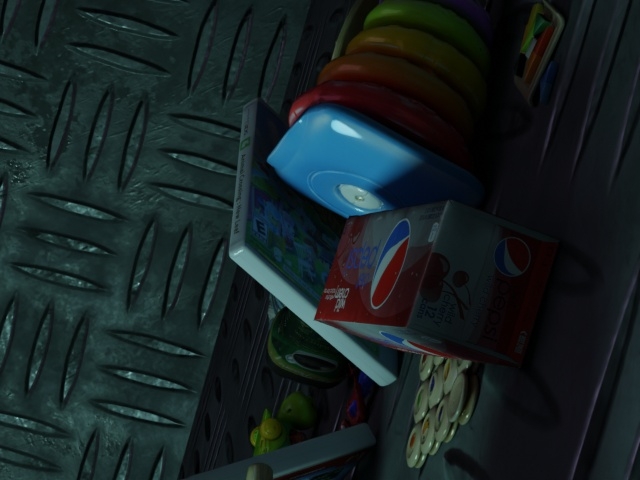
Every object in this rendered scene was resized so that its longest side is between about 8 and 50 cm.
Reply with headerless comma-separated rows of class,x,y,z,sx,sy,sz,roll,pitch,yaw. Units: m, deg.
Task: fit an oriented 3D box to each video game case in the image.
video game case,-0.090,0.270,1.376,0.025,0.204,0.285,61,141,22
video game case,0.000,0.000,1.328,0.023,0.212,0.193,-29,37,27

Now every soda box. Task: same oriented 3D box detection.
soda box,0.074,0.032,1.055,0.263,0.083,0.092,173,116,-77

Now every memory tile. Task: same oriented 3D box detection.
memory tile,0.094,0.104,1.119,0.148,0.012,0.113,120,163,-61

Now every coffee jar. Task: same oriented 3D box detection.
coffee jar,0.005,0.083,1.492,0.184,0.096,0.079,120,167,-59

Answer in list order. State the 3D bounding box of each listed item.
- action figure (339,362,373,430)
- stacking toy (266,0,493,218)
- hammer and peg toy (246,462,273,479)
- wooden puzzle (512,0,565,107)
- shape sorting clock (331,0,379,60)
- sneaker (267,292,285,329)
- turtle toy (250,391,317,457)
action figure,0.040,0.135,1.402,0.038,0.030,0.115,-105,29,-66
stacking toy,0.091,-0.160,1.267,0.302,0.166,0.175,-65,8,-20
hammer and peg toy,-0.050,0.358,1.236,0.361,0.127,0.266,119,167,-60
wooden puzzle,0.161,-0.142,1.116,0.116,0.014,0.078,-109,35,-76
shape sorting clock,0.055,-0.142,1.396,0.206,0.040,0.206,-29,-54,-50
sneaker,-0.032,0.063,1.777,0.283,0.110,0.122,-114,37,-79
turtle toy,-0.043,0.230,1.666,0.095,0.066,0.130,128,157,-72
